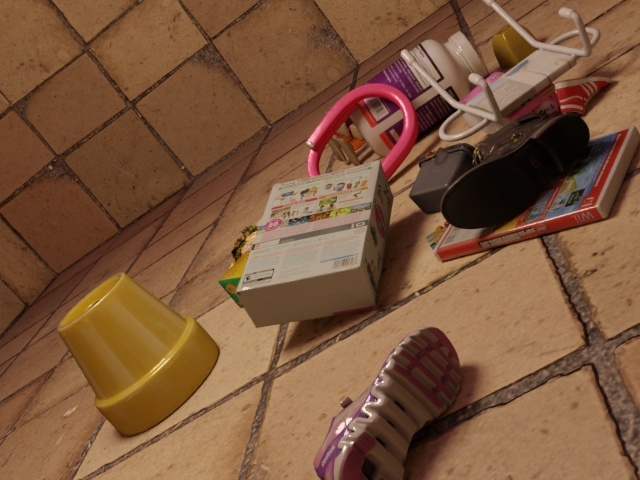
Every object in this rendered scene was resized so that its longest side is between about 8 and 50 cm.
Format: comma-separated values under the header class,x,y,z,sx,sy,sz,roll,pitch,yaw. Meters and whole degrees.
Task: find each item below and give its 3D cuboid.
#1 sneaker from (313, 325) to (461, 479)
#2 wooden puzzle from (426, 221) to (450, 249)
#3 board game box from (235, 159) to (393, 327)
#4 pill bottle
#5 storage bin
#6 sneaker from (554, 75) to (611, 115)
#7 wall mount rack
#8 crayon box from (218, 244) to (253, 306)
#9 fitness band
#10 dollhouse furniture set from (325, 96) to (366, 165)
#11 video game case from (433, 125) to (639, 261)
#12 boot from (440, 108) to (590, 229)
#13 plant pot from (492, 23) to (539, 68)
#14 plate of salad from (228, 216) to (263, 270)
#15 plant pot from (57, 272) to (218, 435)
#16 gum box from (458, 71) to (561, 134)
class,x,y,z,sx,sy,sz,roll,pitch,yaw
sneaker,0.069,0.193,0.838,0.236,0.095,0.104,-50,13,-32
wooden puzzle,0.201,-0.009,1.236,0.049,0.006,0.083,-35,17,9
board game box,0.000,0.000,1.300,0.223,0.098,0.303,-11,37,21
pill bottle,0.231,-0.355,1.786,0.322,0.181,0.181,-34,17,12
storage bin,0.220,-0.108,1.326,0.135,0.098,0.091,-13,40,54
sneaker,0.462,-0.251,1.299,0.118,0.067,0.042,-11,4,-22
wall mount rack,0.321,-0.341,1.377,0.350,0.130,0.304,-36,28,-4
crayon box,-0.074,0.047,1.520,0.165,0.081,0.278,-48,20,-29
fitness band,0.091,-0.220,1.678,0.291,0.209,0.054,-51,-25,1
dollhouse furniture set,0.133,-0.316,2.043,0.262,0.135,0.259,-42,28,-13
video game case,0.319,-0.066,1.114,0.285,0.025,0.204,-19,24,47
boot,0.283,-0.118,1.165,0.263,0.091,0.229,-33,11,1
plant pot,0.464,-0.476,1.797,0.081,0.083,0.081,-41,17,-10
plate of salad,-0.182,0.008,1.831,0.200,0.048,0.200,-51,17,22
plant pot,-0.367,0.203,1.437,0.254,0.239,0.254,-34,18,13
gum box,0.359,-0.254,1.408,0.107,0.062,0.188,-39,29,-7
